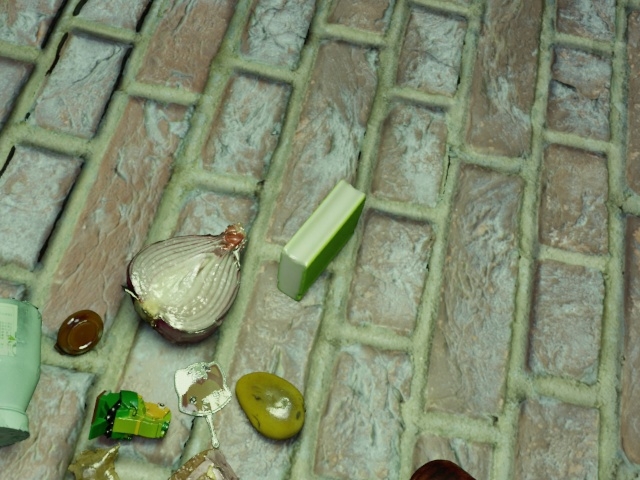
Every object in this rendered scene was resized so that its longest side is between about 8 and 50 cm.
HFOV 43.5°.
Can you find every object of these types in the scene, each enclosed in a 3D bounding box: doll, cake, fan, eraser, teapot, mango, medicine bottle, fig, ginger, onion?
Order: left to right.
[{"bbox_3d":[-0.748,0.301,1.789,0.245,0.245,0.289,-5,64,-10],"label":"medicine bottle"},{"bbox_3d":[-0.590,0.225,1.948,0.129,0.078,0.098,-48,118,-14],"label":"teapot"},{"bbox_3d":[-0.541,0.541,1.793,0.214,0.059,0.133,-14,73,-13],"label":"ginger"},{"bbox_3d":[-0.436,0.408,1.842,0.186,0.106,0.134,9,19,-20],"label":"doll"},{"bbox_3d":[-0.315,0.582,1.779,0.295,0.112,0.116,-40,72,-18],"label":"cake"},{"bbox_3d":[-0.317,0.103,2.003,0.349,0.159,0.267,-39,84,-31],"label":"onion"},{"bbox_3d":[-0.276,0.395,1.932,0.132,0.009,0.219,-12,64,-13],"label":"fan"},{"bbox_3d":[-0.122,0.388,1.908,0.195,0.098,0.137,32,66,15],"label":"mango"},{"bbox_3d":[0.000,0.000,2.070,0.092,0.210,0.274,32,60,11],"label":"eraser"},{"bbox_3d":[0.247,0.656,1.780,0.217,0.217,0.320,34,83,11],"label":"fig"}]
